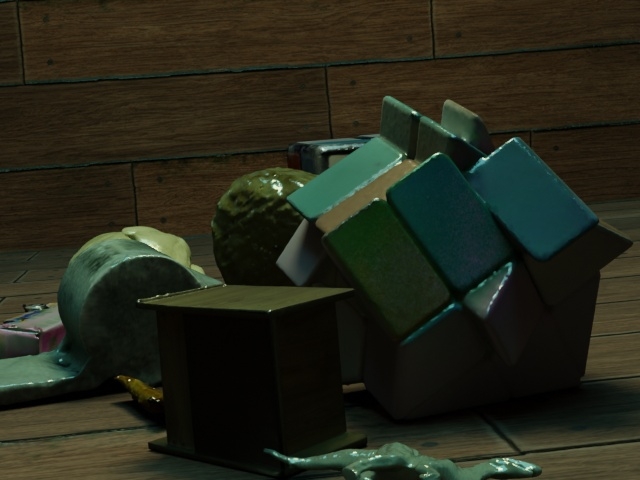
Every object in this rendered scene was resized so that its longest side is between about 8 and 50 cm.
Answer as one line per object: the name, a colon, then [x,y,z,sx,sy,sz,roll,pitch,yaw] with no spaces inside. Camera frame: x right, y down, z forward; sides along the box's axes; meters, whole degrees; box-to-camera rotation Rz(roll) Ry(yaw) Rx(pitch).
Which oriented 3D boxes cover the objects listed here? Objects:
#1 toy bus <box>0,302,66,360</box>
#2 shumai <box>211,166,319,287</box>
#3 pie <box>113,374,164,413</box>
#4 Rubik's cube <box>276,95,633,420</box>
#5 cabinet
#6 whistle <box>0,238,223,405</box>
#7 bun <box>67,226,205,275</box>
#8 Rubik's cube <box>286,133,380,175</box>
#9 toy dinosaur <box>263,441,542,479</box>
toy bus: [-0.444,0.154,1.836,0.112,0.090,0.274,-2,6,11]
shumai: [0.000,0.000,1.936,0.330,0.292,0.288,33,27,6]
pie: [-0.200,0.203,1.481,0.088,0.033,0.191,10,-2,-25]
Rubik's cube: [0.151,0.029,1.443,0.387,0.368,0.358,-6,24,-25]
cabinet: [-0.075,0.144,1.276,0.215,0.174,0.148,0,7,42]
whistle: [-0.327,0.146,1.658,0.405,0.188,0.168,-40,22,-13]
bun: [-0.309,0.059,1.993,0.259,0.160,0.259,11,-22,5]
Rubik's cube: [0.116,-0.062,2.442,0.316,0.313,0.318,-6,7,-11]
toy dinosaur: [0.062,0.215,1.087,0.242,0.053,0.167,1,7,43]
